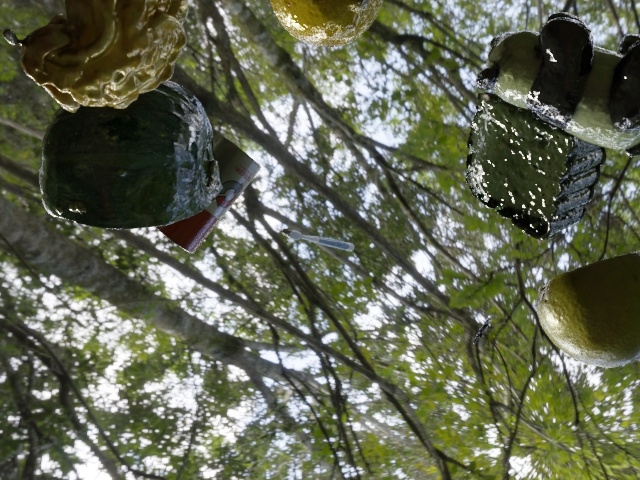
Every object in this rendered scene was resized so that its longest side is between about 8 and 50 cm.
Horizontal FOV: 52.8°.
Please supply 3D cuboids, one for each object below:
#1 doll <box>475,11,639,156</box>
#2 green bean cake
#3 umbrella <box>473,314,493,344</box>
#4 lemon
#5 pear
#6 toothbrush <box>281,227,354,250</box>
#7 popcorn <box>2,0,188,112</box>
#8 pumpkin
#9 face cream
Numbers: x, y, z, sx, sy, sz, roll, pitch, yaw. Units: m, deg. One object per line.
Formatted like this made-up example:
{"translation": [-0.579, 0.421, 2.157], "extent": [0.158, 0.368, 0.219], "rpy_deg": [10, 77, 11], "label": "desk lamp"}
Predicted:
{"translation": [0.313, -0.200, 0.787], "extent": [0.234, 0.143, 0.135], "rpy_deg": [26, -64, 13], "label": "doll"}
{"translation": [0.403, -0.156, 1.244], "extent": [0.132, 0.241, 0.255], "rpy_deg": [-22, -141, -26], "label": "green bean cake"}
{"translation": [0.319, 0.175, 1.267], "extent": [0.013, 0.122, 0.022], "rpy_deg": [31, -59, 18], "label": "umbrella"}
{"translation": [0.020, -0.568, 1.456], "extent": [0.258, 0.258, 0.310], "rpy_deg": [-48, -148, 0], "label": "lemon"}
{"translation": [0.299, 0.076, 0.661], "extent": [0.141, 0.141, 0.104], "rpy_deg": [-15, -105, 15], "label": "pear"}
{"translation": [0.000, 0.000, 1.353], "extent": [0.025, 0.276, 0.019], "rpy_deg": [19, -86, 30], "label": "toothbrush"}
{"translation": [-0.243, -0.232, 0.759], "extent": [0.140, 0.163, 0.194], "rpy_deg": [42, -90, 8], "label": "popcorn"}
{"translation": [-0.301, -0.159, 1.026], "extent": [0.263, 0.293, 0.197], "rpy_deg": [4, -67, 7], "label": "pumpkin"}
{"translation": [-0.215, -0.086, 1.233], "extent": [0.096, 0.096, 0.214], "rpy_deg": [37, -92, 25], "label": "face cream"}
